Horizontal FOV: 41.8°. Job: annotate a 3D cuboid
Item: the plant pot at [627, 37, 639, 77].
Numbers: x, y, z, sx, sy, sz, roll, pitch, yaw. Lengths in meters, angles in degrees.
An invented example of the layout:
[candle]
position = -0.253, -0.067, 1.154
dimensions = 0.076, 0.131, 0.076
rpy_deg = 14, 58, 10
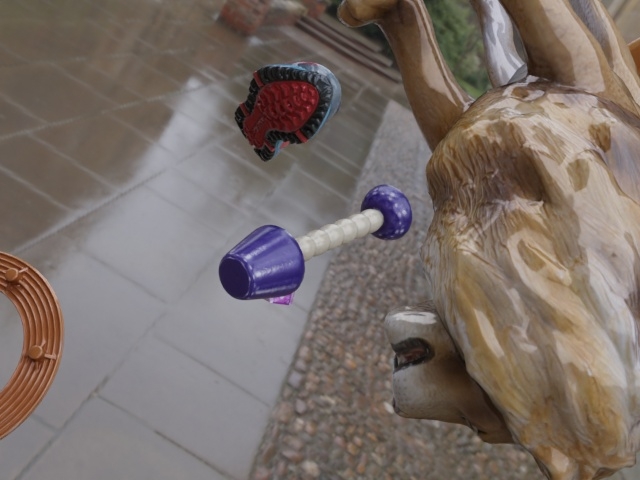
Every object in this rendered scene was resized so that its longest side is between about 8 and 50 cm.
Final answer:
[plant pot]
position = 0.525, -0.130, 1.179
dimensions = 0.203, 0.291, 0.291
rpy_deg = 36, 8, -49

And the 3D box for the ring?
[ring]
position = -0.550, 0.158, 1.243
dimensions = 0.337, 0.336, 0.032
rpy_deg = 38, -18, 19

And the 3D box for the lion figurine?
[lion figurine]
position = 0.136, -0.059, 0.473
dimensions = 0.240, 0.142, 0.392
rpy_deg = 59, 38, -6

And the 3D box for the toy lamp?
[toy lamp]
position = 0.000, 0.000, 0.920
dimensions = 0.080, 0.080, 0.275
rpy_deg = 39, 38, 22

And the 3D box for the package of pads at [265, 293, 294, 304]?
[package of pads]
position = -0.087, 0.086, 1.451
dimensions = 0.050, 0.032, 0.083
rpy_deg = 10, 6, -36

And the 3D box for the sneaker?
[sneaker]
position = -0.026, -0.188, 1.072
dimensions = 0.104, 0.125, 0.262
rpy_deg = 56, -19, -9
